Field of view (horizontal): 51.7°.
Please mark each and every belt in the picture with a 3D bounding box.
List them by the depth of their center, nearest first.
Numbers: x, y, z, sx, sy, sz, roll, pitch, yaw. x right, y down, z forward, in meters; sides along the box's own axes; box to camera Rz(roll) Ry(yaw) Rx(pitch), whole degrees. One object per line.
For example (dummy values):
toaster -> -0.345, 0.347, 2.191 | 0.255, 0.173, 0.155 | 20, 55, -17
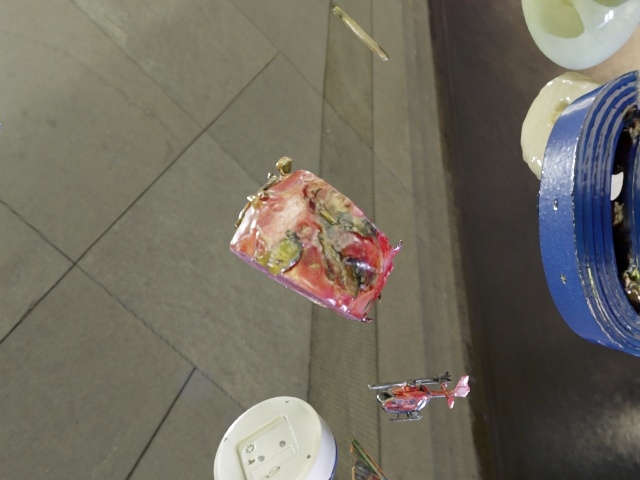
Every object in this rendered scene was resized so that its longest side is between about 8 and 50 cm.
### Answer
belt -> 0.398, -0.033, 0.837 | 0.212, 0.117, 0.347 | 0, 89, -2

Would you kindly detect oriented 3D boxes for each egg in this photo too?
egg -> 0.467, -0.432, 1.172 | 0.295, 0.218, 0.218 | 74, 10, -54

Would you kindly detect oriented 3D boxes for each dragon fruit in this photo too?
dragon fruit -> 0.000, 0.000, 0.838 | 0.211, 0.147, 0.282 | 27, -5, 17

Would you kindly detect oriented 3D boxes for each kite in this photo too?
kite -> 0.080, 0.413, 0.979 | 0.183, 0.014, 0.241 | 25, 44, -22

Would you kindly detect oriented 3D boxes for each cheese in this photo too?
cheese -> 0.443, -0.153, 1.068 | 0.251, 0.174, 0.248 | 19, 21, -27

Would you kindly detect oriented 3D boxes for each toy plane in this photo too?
toy plane -> 0.136, 0.213, 0.913 | 0.145, 0.060, 0.037 | -3, 24, -7

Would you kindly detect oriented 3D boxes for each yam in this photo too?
yam -> 0.057, -0.293, 0.936 | 0.107, 0.014, 0.014 | 44, 37, 2

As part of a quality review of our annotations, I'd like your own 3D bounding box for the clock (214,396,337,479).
clock -> -0.087, 0.410, 1.244 | 0.083, 0.230, 0.230 | 56, 30, -38
